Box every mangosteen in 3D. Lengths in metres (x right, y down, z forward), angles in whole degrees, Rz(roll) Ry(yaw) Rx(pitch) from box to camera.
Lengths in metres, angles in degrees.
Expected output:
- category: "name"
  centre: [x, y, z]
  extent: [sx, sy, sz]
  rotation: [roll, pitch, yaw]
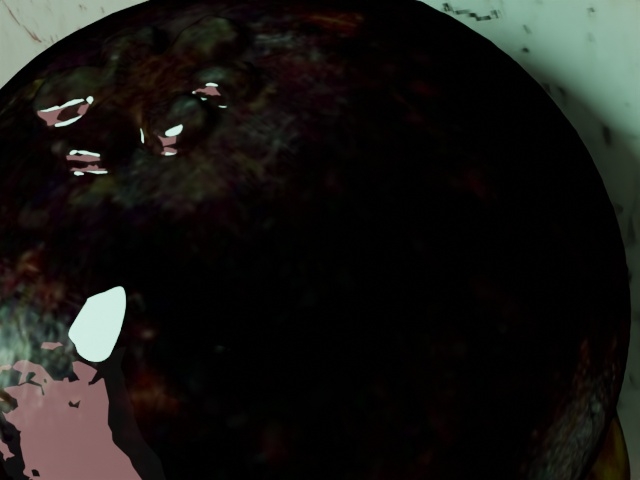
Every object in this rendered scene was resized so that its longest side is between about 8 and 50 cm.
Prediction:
- category: "mangosteen"
  centre: [-0.018, 0.042, 0.680]
  extent: [0.297, 0.297, 0.313]
  rotation: [53, 178, 22]
